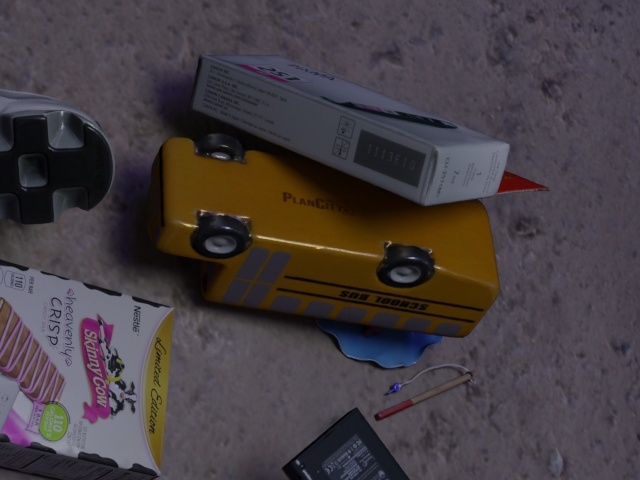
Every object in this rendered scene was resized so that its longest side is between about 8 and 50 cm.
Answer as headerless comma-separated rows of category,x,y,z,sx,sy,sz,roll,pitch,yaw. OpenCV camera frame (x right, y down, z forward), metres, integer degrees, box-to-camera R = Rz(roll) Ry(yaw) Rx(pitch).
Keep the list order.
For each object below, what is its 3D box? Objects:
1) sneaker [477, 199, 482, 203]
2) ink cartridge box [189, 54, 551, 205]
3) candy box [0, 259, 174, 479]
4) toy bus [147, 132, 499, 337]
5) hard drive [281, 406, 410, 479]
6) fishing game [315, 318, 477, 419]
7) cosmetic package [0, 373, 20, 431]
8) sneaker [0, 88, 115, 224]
sneaker,0.118,-0.061,1.849,0.135,0.052,0.058,41,42,-24
ink cartridge box,0.056,-0.108,1.660,0.239,0.275,0.060,-9,118,-54
candy box,-0.244,0.109,1.493,0.233,0.071,0.159,17,62,-30
toy bus,0.000,0.000,1.647,0.333,0.130,0.108,9,53,-19
hard drive,0.039,0.219,1.489,0.094,0.022,0.135,-36,89,-43
fishing game,0.065,0.037,1.769,0.189,0.041,0.264,-18,82,-37
cosmetic package,-0.330,0.187,1.319,0.117,0.085,0.231,30,78,-44
sneaker,-0.346,-0.072,1.482,0.330,0.146,0.122,1,111,-14
